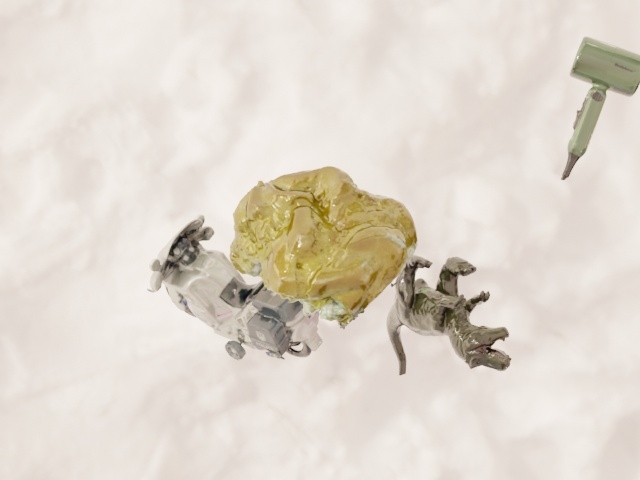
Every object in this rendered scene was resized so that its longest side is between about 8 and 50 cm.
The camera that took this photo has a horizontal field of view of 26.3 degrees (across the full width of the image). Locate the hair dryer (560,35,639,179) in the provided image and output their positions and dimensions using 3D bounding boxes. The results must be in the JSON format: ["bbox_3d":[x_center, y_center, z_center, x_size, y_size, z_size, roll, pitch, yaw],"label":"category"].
[{"bbox_3d":[0.278,-0.131,1.410,0.047,0.071,0.150,50,61,-80],"label":"hair dryer"}]

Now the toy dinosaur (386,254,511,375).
[{"bbox_3d":[0.116,0.109,1.481,0.087,0.187,0.179,6,114,-28],"label":"toy dinosaur"}]

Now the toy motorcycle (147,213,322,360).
[{"bbox_3d":[-0.097,0.053,1.471,0.102,0.221,0.150,-47,139,-32],"label":"toy motorcycle"}]

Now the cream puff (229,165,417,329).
[{"bbox_3d":[-0.001,-0.001,1.134,0.156,0.156,0.121,25,98,-39],"label":"cream puff"}]
